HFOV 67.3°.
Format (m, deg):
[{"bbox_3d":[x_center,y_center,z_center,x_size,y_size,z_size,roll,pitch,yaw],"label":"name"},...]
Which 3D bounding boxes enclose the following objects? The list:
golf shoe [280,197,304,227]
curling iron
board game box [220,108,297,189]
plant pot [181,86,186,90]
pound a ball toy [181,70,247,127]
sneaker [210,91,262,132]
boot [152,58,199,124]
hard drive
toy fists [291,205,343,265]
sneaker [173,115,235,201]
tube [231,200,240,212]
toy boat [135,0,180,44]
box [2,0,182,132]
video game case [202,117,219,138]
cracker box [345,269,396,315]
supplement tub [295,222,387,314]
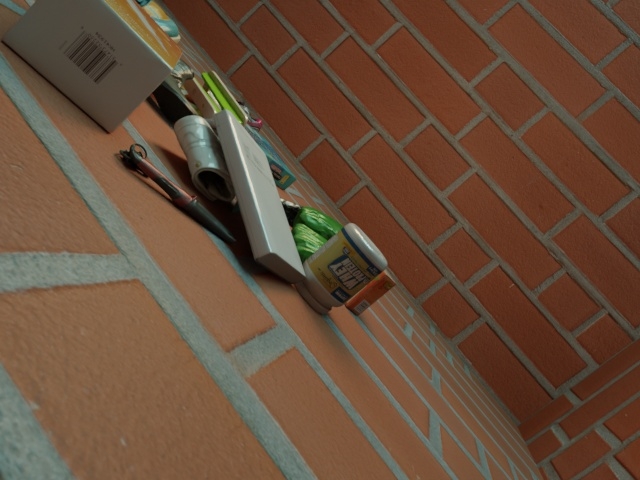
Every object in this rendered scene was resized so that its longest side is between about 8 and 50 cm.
[{"bbox_3d":[-0.107,-0.096,1.474,0.198,0.077,0.094,24,14,-46],"label":"golf shoe"},{"bbox_3d":[-0.253,-0.082,0.895,0.274,0.035,0.068,43,11,-31],"label":"curling iron"},{"bbox_3d":[-0.256,-0.360,1.913,0.253,0.079,0.336,53,10,24],"label":"board game box"},{"bbox_3d":[-0.539,-0.585,1.645,0.236,0.032,0.236,47,9,-9],"label":"plant pot"},{"bbox_3d":[-0.397,-0.431,1.479,0.208,0.135,0.319,-3,48,-46],"label":"pound a ball toy"},{"bbox_3d":[-0.386,-0.579,2.110,0.299,0.112,0.121,44,10,-27],"label":"sneaker"},{"bbox_3d":[-0.386,-0.423,1.299,0.246,0.083,0.161,46,44,-12],"label":"boot"},{"bbox_3d":[-0.134,-0.091,1.082,0.233,0.047,0.353,48,20,-67],"label":"hard drive"},{"bbox_3d":[-0.023,-0.005,1.356,0.142,0.096,0.279,35,28,-11],"label":"toy fists"},{"bbox_3d":[-0.233,-0.149,1.134,0.169,0.108,0.292,69,12,21],"label":"sneaker"},{"bbox_3d":[-0.178,-0.101,1.241,0.052,0.080,0.207,23,2,6],"label":"tube"},{"bbox_3d":[-0.518,-0.611,1.333,0.267,0.148,0.318,16,34,-26],"label":"toy boat"},{"bbox_3d":[-0.414,-0.381,0.946,0.215,0.168,0.345,44,10,-28],"label":"box"},{"bbox_3d":[-0.255,-0.255,1.325,0.201,0.023,0.183,24,-26,51],"label":"video game case"},{"bbox_3d":[0.119,0.104,1.519,0.067,0.156,0.232,43,11,-36],"label":"cracker box"},{"bbox_3d":[0.047,0.070,1.168,0.144,0.200,0.144,47,9,-10],"label":"supplement tub"}]
